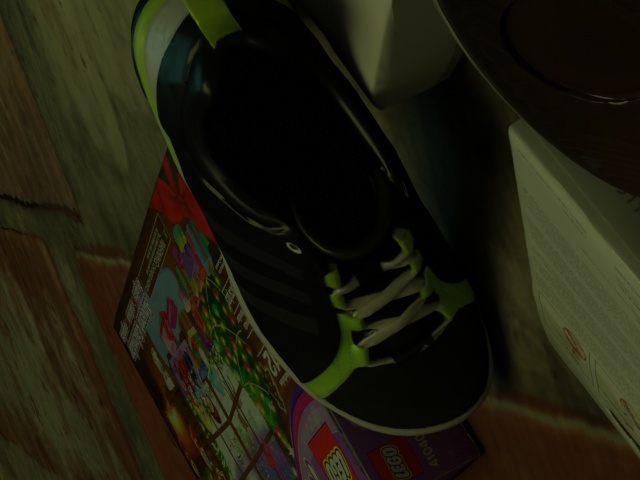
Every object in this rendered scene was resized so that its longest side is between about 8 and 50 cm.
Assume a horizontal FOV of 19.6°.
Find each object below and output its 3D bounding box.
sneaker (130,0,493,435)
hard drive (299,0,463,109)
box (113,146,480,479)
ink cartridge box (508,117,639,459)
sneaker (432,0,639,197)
[{"bbox_3d":[0.000,0.000,0.693,0.235,0.084,0.097,55,179,-29],"label":"sneaker"},{"bbox_3d":[-0.045,-0.245,0.647,0.353,0.047,0.233,55,159,23],"label":"hard drive"},{"bbox_3d":[-0.027,0.072,0.963,0.201,0.057,0.293,59,160,13],"label":"box"},{"bbox_3d":[0.124,0.043,0.600,0.145,0.045,0.179,54,176,26],"label":"ink cartridge box"},{"bbox_3d":[0.074,-0.131,0.441,0.106,0.123,0.290,7,143,34],"label":"sneaker"}]
